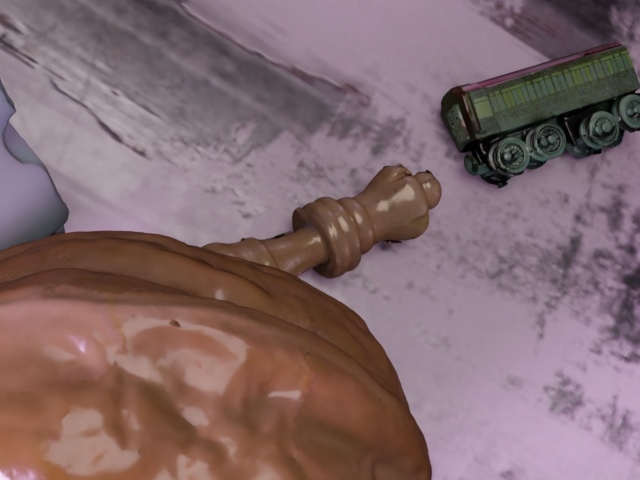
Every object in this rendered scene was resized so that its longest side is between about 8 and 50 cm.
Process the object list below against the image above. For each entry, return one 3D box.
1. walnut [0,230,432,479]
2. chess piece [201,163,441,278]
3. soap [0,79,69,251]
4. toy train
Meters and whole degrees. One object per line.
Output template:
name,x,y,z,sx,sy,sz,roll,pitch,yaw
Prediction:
walnut,-0.075,0.103,0.508,0.261,0.225,0.225,12,71,-11
chess piece,0.000,-0.001,0.684,0.172,0.060,0.060,-26,82,-24
soap,-0.275,-0.106,0.555,0.115,0.208,0.347,-39,88,-21
toy train,0.154,-0.085,0.760,0.148,0.038,0.071,-18,80,-21
